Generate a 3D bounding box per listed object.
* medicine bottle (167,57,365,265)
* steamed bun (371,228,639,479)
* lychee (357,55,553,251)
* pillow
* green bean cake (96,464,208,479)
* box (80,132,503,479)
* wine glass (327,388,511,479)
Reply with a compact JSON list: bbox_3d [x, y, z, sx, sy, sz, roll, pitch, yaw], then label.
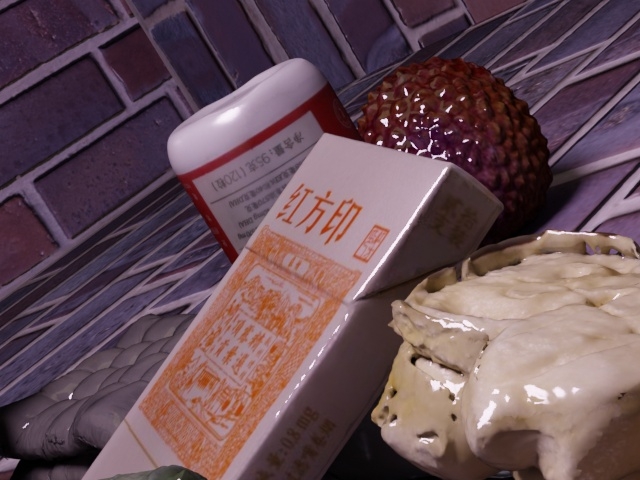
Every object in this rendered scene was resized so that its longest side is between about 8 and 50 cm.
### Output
[{"bbox_3d":[0.000,0.000,1.028,0.131,0.250,0.131,-30,10,6],"label":"medicine bottle"},{"bbox_3d":[0.121,0.075,0.668,0.177,0.106,0.192,8,24,38],"label":"steamed bun"},{"bbox_3d":[0.111,-0.073,1.253,0.188,0.188,0.188,-30,11,6],"label":"lychee"},{"bbox_3d":[-0.152,0.139,1.240,0.228,0.101,0.326,-37,14,-31],"label":"pillow"},{"bbox_3d":[-0.069,0.198,0.539,0.094,0.181,0.173,-17,16,23],"label":"green bean cake"},{"bbox_3d":[-0.050,0.103,0.833,0.365,0.051,0.204,-55,21,-4],"label":"box"},{"bbox_3d":[0.039,0.102,0.867,0.103,0.103,0.231,-38,15,-32],"label":"wine glass"}]
